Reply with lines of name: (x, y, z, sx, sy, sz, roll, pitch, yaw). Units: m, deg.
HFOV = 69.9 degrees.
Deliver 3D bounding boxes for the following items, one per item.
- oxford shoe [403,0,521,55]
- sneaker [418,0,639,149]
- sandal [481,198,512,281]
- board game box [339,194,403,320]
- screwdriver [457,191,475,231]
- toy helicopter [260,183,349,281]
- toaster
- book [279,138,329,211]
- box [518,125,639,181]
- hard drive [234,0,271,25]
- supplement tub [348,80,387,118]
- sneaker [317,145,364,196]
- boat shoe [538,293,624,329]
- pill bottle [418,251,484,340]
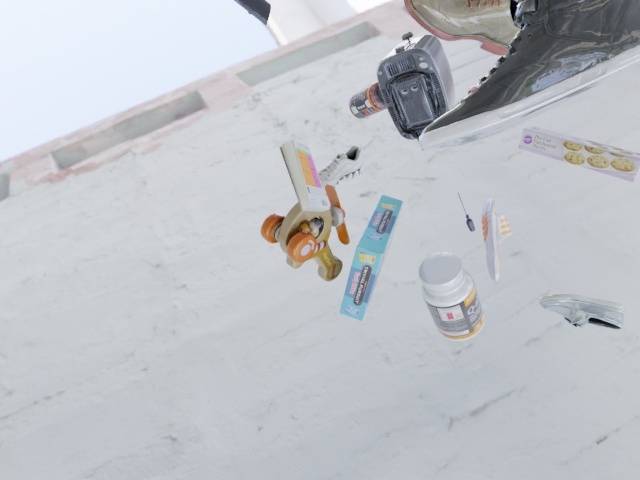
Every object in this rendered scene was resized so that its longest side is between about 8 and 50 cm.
oxford shoe: (0.350, -0.528, 1.033, 0.348, 0.130, 0.123, 1, -102, -25)
sneaker: (0.240, -0.225, 0.558, 0.295, 0.147, 0.104, -25, 179, 19)
sandal: (0.572, -0.003, 1.471, 0.076, 0.266, 0.102, -6, -177, 3)
board game box: (0.164, 0.045, 1.433, 0.079, 0.254, 0.336, 18, -145, 10)
screwdriver: (0.520, -0.104, 1.636, 0.025, 0.170, 0.024, -34, -155, -19)
toy helicopter: (0.000, 0.000, 1.315, 0.140, 0.355, 0.235, 33, -107, 34)
toaster: (0.218, -0.328, 0.992, 0.129, 0.227, 0.146, -8, -143, 34)
book: (-0.028, -0.133, 0.964, 0.035, 0.096, 0.144, -22, -98, 25)
box: (0.734, -0.251, 1.300, 0.063, 0.067, 0.324, -24, -138, -39)
hard drive: (-0.229, -0.630, 1.082, 0.054, 0.172, 0.255, -46, -111, 18)
supplement tub: (0.196, -0.523, 1.694, 0.106, 0.106, 0.198, -42, -162, -22)
sneaker: (0.047, -0.255, 1.682, 0.292, 0.118, 0.110, -36, -117, -29)
boat shoe: (0.733, 0.204, 1.285, 0.227, 0.079, 0.081, 8, -113, 7)
pill bottle: (0.410, 0.178, 1.440, 0.162, 0.278, 0.162, -18, -142, 15)
